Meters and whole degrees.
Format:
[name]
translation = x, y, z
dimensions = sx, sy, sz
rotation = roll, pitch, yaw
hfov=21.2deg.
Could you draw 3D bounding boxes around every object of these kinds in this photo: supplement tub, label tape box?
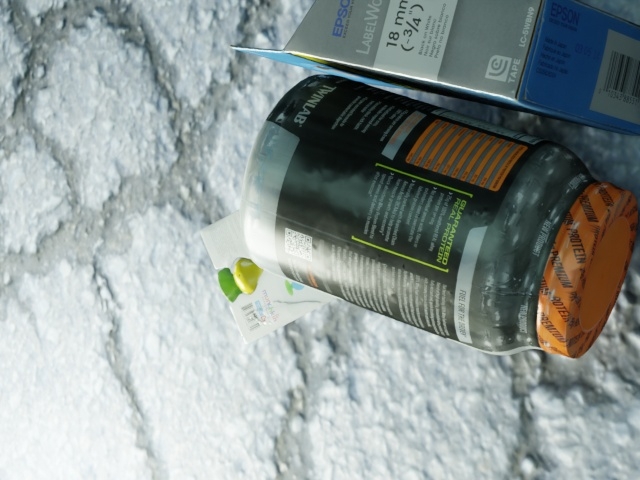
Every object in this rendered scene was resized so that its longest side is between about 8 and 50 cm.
[supplement tub]
translation = 0.111, -0.019, 1.609
dimensions = 0.338, 0.207, 0.207
rotation = 20, 97, 24
[label tape box]
translation = 0.120, -0.190, 1.621
dimensions = 0.334, 0.241, 0.105
rotation = 16, 94, 36

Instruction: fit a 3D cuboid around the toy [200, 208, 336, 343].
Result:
[toy]
translation = 0.000, 0.000, 1.798
dimensions = 0.237, 0.056, 0.137
rotation = -27, 76, 19
